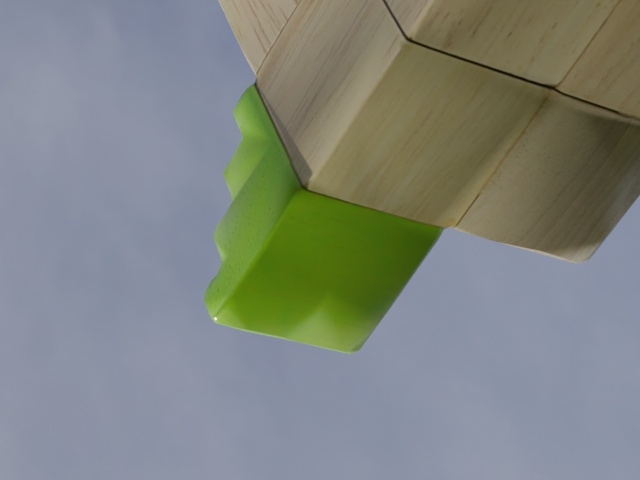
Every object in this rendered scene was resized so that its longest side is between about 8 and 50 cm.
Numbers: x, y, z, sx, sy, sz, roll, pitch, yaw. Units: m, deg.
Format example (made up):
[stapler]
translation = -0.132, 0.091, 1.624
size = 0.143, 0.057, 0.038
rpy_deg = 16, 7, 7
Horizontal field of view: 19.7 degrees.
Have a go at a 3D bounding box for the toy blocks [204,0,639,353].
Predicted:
[toy blocks]
translation = 0.066, -0.190, 0.505
size = 0.191, 0.261, 0.381
rpy_deg = 14, -57, -33
